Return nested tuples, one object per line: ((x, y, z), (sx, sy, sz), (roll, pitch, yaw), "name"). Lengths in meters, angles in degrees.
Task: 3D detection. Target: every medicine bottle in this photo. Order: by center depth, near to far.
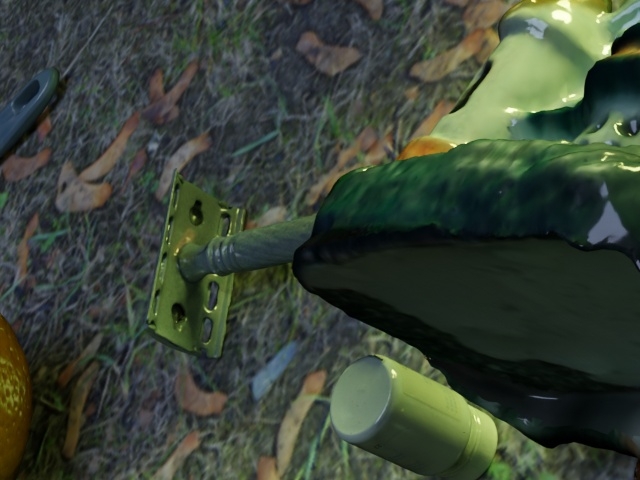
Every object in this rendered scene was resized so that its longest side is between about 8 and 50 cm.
((0.048, 0.092, 0.958), (0.047, 0.083, 0.047), (-27, 49, 36), "medicine bottle")

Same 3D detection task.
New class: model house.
((0.167, -0.049, 0.828), (0.291, 0.184, 0.253), (-53, 21, -21), "model house")

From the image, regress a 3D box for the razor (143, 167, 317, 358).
((0.000, 0.000, 1.106), (0.232, 0.068, 0.106), (-10, 61, 39), "razor")

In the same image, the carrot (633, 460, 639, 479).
((0.200, 0.111, 0.798), (0.161, 0.055, 0.055), (3, 69, 58), "carrot")

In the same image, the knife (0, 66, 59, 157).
((-0.301, -0.026, 1.505), (0.313, 0.019, 0.044), (-43, 43, 26), "knife")

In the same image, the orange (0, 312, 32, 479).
((-0.284, 0.128, 1.263), (0.237, 0.158, 0.179), (-34, 51, 27), "orange")
